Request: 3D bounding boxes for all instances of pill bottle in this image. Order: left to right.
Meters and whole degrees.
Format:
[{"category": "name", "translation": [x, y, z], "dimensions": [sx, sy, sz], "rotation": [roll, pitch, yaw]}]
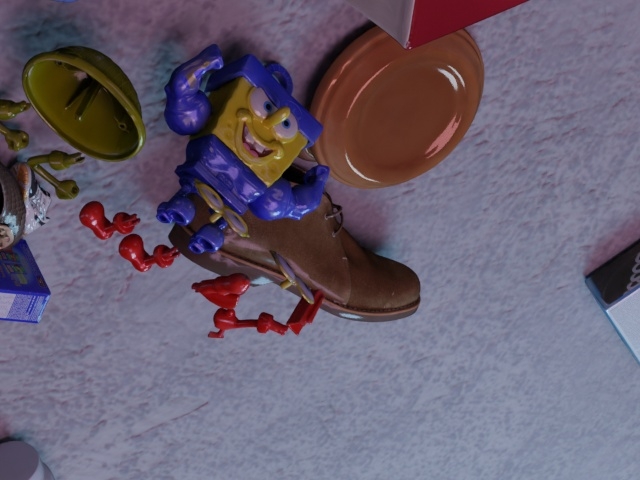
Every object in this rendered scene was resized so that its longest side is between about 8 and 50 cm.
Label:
[{"category": "pill bottle", "translation": [-0.316, 0.282, 2.123], "dimensions": [0.078, 0.078, 0.137], "rotation": [-21, 135, -10]}]

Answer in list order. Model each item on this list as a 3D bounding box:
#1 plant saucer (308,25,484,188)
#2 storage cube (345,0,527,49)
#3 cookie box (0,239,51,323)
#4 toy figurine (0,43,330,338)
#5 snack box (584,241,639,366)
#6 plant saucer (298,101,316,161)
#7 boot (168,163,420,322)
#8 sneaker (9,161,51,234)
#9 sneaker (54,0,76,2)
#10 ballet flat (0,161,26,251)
[{"category": "plant saucer", "translation": [0.082, -0.131, 1.977], "dimensions": [0.200, 0.037, 0.200], "rotation": [-19, 134, -21]}, {"category": "storage cube", "translation": [0.096, -0.309, 1.697], "dimensions": [0.193, 0.183, 0.215], "rotation": [-26, 141, -33]}, {"category": "cookie box", "translation": [-0.323, 0.034, 1.887], "dimensions": [0.107, 0.092, 0.040], "rotation": [8, 121, -32]}, {"category": "toy figurine", "translation": [-0.113, -0.100, 1.868], "dimensions": [0.362, 0.217, 0.191], "rotation": [44, 147, -20]}, {"category": "snack box", "translation": [0.484, 0.021, 2.327], "dimensions": [0.322, 0.060, 0.187], "rotation": [-35, 137, 4]}, {"category": "plant saucer", "translation": [0.009, -0.108, 1.989], "dimensions": [0.083, 0.015, 0.083], "rotation": [-15, 134, -16]}, {"category": "boot", "translation": [0.000, 0.000, 2.026], "dimensions": [0.305, 0.112, 0.115], "rotation": [19, 108, -36]}, {"category": "sneaker", "translation": [-0.275, -0.045, 1.890], "dimensions": [0.037, 0.032, 0.083], "rotation": [-25, 141, -30]}, {"category": "sneaker", "translation": [-0.278, -0.255, 1.680], "dimensions": [0.188, 0.067, 0.078], "rotation": [9, 103, -32]}, {"category": "ballet flat", "translation": [-0.329, -0.073, 1.797], "dimensions": [0.084, 0.058, 0.250], "rotation": [-11, 133, 3]}]
